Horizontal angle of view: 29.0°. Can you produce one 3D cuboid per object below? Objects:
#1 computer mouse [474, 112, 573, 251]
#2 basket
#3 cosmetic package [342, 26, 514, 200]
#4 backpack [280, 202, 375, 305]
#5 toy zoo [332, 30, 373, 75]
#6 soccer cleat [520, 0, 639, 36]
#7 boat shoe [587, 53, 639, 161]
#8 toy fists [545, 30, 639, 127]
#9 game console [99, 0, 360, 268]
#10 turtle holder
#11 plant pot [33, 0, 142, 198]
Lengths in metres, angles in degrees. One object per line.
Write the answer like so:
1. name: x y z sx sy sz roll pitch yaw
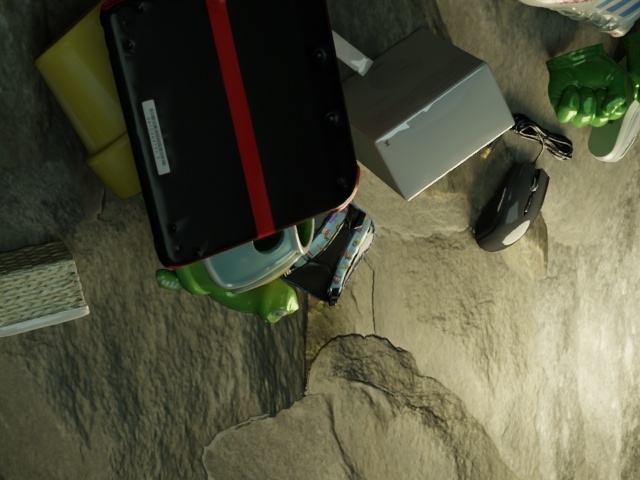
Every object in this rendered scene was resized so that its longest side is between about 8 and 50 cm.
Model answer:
1. computer mouse: 0.355 -0.102 2.285 0.184 0.060 0.262 30 98 -33
2. basket: -0.465 0.074 1.965 0.167 0.113 0.103 -13 113 -19
3. cosmetic package: 0.158 -0.213 2.048 0.224 0.225 0.138 -35 122 -5
4. backpack: 0.000 0.000 2.136 0.158 0.117 0.173 30 99 -31
5. toy zoo: -0.033 -0.346 1.921 0.293 0.192 0.030 33 97 -33
6. soccer cleat: 0.486 -0.419 2.168 0.331 0.116 0.143 -11 116 -20
7. boat shoe: 0.575 -0.253 2.317 0.081 0.079 0.228 13 103 -53
8. toy fists: 0.545 -0.292 2.209 0.279 0.096 0.142 -18 91 -2
9. game console: -0.117 -0.186 1.758 0.342 0.060 0.387 -20 108 -24
10. turtle holder: -0.132 -0.009 1.949 0.227 0.243 0.320 -2 98 14
11. plant pot: -0.288 -0.230 1.840 0.254 0.254 0.239 -43 107 -1
